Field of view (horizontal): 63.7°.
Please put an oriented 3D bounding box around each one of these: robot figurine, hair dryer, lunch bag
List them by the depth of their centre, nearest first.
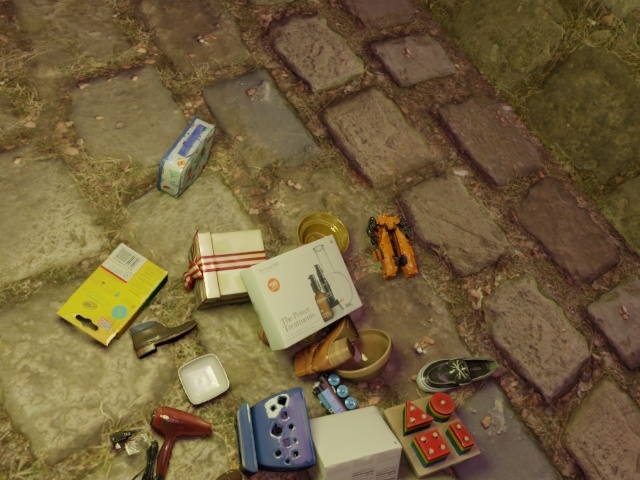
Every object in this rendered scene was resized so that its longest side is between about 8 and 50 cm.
[{"bbox_3d":[-0.478,0.631,1.597,0.294,0.080,0.223,-23,88,-22],"label":"hair dryer"},{"bbox_3d":[-0.515,-0.329,1.988,0.115,0.243,0.303,27,58,-4],"label":"lunch bag"},{"bbox_3d":[0.298,0.019,2.172,0.211,0.085,0.290,-3,65,-21],"label":"robot figurine"}]

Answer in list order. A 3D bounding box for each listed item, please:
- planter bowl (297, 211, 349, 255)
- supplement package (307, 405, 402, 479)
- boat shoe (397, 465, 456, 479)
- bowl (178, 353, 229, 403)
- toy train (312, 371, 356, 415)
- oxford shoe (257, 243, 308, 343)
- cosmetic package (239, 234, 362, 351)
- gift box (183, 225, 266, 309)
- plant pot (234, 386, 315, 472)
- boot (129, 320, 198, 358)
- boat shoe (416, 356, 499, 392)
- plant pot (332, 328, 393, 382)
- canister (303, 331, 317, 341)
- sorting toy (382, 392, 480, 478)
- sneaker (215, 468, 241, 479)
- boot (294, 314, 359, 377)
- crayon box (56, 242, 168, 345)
[{"bbox_3d":[0.000,0.000,2.076,0.217,0.090,0.217,8,61,-14],"label":"planter bowl"},{"bbox_3d":[0.093,0.674,1.656,0.262,0.145,0.204,-4,24,-21],"label":"supplement package"},{"bbox_3d":[0.304,0.835,1.721,0.340,0.127,0.112,12,99,-15],"label":"boat shoe"},{"bbox_3d":[-0.390,0.463,1.713,0.142,0.053,0.141,-21,71,-26],"label":"bowl"},{"bbox_3d":[0.047,0.551,1.803,0.105,0.080,0.184,-32,76,-24],"label":"toy train"},{"bbox_3d":[-0.151,0.193,1.920,0.140,0.147,0.396,47,58,-44],"label":"oxford shoe"},{"bbox_3d":[-0.057,0.169,1.762,0.377,0.097,0.284,-22,87,-41],"label":"cosmetic package"},{"bbox_3d":[-0.348,0.089,1.819,0.258,0.255,0.276,-7,71,-24],"label":"gift box"},{"bbox_3d":[-0.155,0.610,1.615,0.212,0.236,0.235,-5,65,-15],"label":"plant pot"},{"bbox_3d":[-0.531,0.299,1.737,0.219,0.082,0.106,-27,76,-27],"label":"boot"},{"bbox_3d":[0.528,0.494,1.971,0.336,0.119,0.121,-8,66,-23],"label":"boat shoe"},{"bbox_3d":[0.156,0.432,1.854,0.237,0.237,0.109,-35,116,-31],"label":"plant pot"},{"bbox_3d":[-0.015,0.277,1.902,0.073,0.126,0.170,36,55,2],"label":"canister"},{"bbox_3d":[0.395,0.656,1.802,0.257,0.089,0.255,-9,43,-23],"label":"sorting toy"},{"bbox_3d":[-0.317,0.765,1.562,0.188,0.071,0.066,-29,75,-29],"label":"sneaker"},{"bbox_3d":[0.022,0.379,1.851,0.109,0.220,0.283,57,17,-19],"label":"boot"},{"bbox_3d":[-0.696,0.186,1.742,0.202,0.081,0.318,33,57,1],"label":"crayon box"}]
